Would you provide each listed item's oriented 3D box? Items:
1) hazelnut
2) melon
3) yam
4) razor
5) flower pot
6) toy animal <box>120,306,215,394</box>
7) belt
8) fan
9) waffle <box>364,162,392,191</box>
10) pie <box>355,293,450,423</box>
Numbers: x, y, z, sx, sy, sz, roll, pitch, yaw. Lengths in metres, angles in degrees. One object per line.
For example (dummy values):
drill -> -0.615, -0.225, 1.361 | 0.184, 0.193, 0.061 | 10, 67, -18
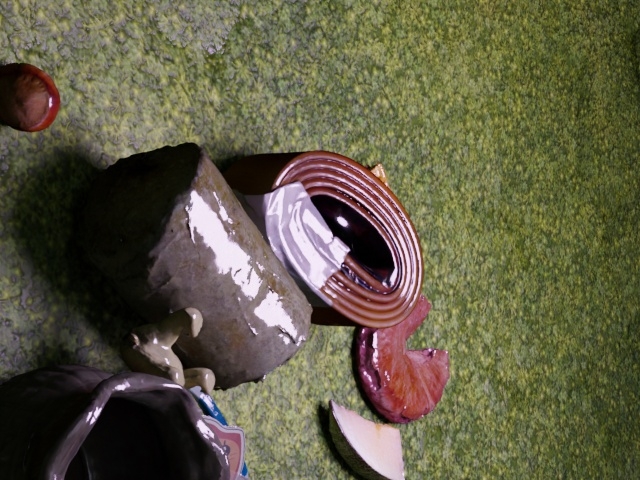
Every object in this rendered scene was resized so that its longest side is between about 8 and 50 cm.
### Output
hazelnut -> -0.340, -0.167, 1.570 | 0.086, 0.086, 0.086 | 9, 78, -51
melon -> 0.063, 0.305, 2.035 | 0.182, 0.054, 0.098 | 31, 56, -46
yam -> -0.158, 0.032, 1.683 | 0.300, 0.195, 0.195 | 56, 46, -32
razor -> -0.137, 0.253, 1.798 | 0.068, 0.037, 0.191 | -53, 125, -43
flower pot -> -0.263, 0.289, 1.490 | 0.302, 0.213, 0.301 | 13, 73, -51
toy animal -> -0.192, 0.177, 1.635 | 0.218, 0.101, 0.103 | 83, 21, -44
belt -> 0.000, 0.000, 1.907 | 0.339, 0.122, 0.217 | 38, 64, -37
fan -> -0.127, 0.310, 1.790 | 0.220, 0.009, 0.132 | 32, 82, -42
waffle -> 0.060, -0.046, 2.081 | 0.148, 0.042, 0.102 | -42, 117, -46
pie -> 0.131, 0.181, 2.133 | 0.204, 0.054, 0.218 | -52, 125, -42
